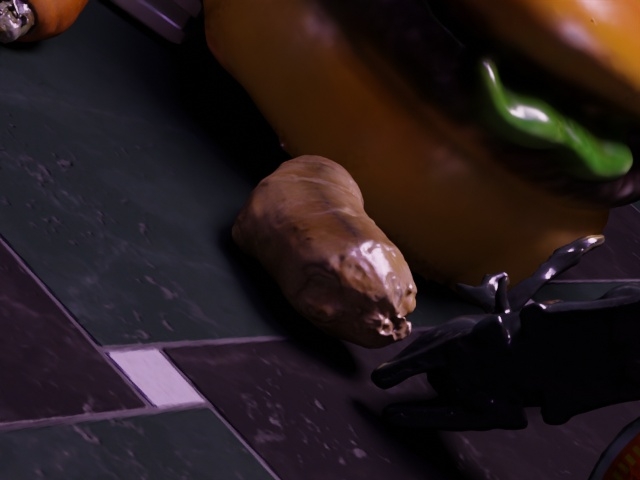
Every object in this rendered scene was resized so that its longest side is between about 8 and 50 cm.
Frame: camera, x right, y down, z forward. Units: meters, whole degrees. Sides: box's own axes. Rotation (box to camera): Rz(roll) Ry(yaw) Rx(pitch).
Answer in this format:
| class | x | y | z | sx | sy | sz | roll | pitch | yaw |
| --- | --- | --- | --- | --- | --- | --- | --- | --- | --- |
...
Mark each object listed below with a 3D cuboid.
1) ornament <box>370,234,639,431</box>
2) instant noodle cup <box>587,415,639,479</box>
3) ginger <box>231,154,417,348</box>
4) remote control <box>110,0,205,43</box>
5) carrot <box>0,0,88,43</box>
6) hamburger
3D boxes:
| class | x | y | z | sx | sy | sz | roll | pitch | yaw |
| --- | --- | --- | --- | --- | --- | --- | --- | --- | --- |
| ornament | 0.158 | 0.050 | 1.091 | 0.236 | 0.202 | 0.080 | -25 | 100 | -68 |
| instant noodle cup | 0.253 | 0.191 | 0.949 | 0.193 | 0.193 | 0.212 | 19 | 17 | -37 |
| ginger | 0.001 | 0.001 | 1.108 | 0.095 | 0.069 | 0.190 | 17 | 23 | -34 |
| remote control | -0.200 | -0.258 | 1.414 | 0.277 | 0.055 | 0.103 | 35 | 20 | 5 |
| carrot | -0.175 | -0.225 | 1.280 | 0.069 | 0.069 | 0.336 | 32 | 35 | -7 |
| hamburger | 0.131 | -0.163 | 1.325 | 0.396 | 0.277 | 0.396 | 37 | 23 | -18 |
